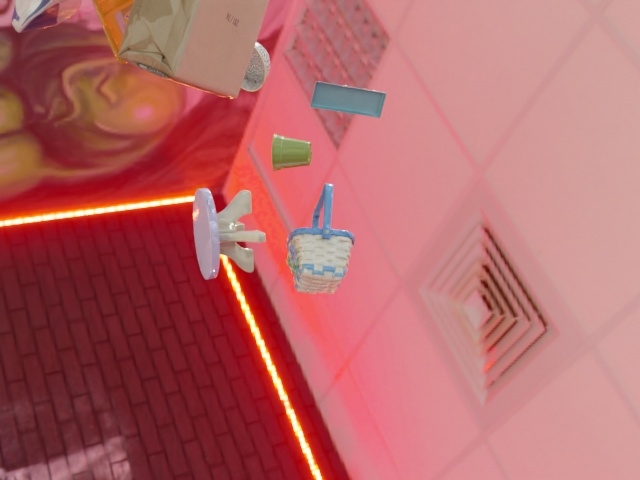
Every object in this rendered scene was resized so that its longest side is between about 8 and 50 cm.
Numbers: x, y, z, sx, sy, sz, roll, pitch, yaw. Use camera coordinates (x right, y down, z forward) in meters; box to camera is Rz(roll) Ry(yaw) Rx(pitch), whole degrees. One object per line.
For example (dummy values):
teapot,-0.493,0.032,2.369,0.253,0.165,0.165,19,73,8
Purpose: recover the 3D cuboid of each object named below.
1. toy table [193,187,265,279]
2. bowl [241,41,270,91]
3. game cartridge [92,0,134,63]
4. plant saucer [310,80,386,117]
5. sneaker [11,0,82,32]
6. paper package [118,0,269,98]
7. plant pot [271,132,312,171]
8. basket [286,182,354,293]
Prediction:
toy table,-0.284,-0.025,2.390,0.252,0.161,0.274,-140,-131,-56
bowl,-0.210,-0.554,2.426,0.170,0.080,0.170,25,-46,28
game cartridge,-0.476,-0.653,2.181,0.052,0.285,0.323,52,-12,13
plant saucer,0.068,-0.351,1.960,0.018,0.192,0.067,-125,-135,-59
sneaker,-0.597,-0.606,1.706,0.315,0.127,0.182,-32,-93,47
paper package,-0.286,-0.520,1.871,0.168,0.325,0.309,21,-82,18
plant pot,-0.059,-0.188,1.691,0.083,0.079,0.083,2,90,-84
basket,0.000,0.000,2.366,0.255,0.201,0.289,109,-12,-66
